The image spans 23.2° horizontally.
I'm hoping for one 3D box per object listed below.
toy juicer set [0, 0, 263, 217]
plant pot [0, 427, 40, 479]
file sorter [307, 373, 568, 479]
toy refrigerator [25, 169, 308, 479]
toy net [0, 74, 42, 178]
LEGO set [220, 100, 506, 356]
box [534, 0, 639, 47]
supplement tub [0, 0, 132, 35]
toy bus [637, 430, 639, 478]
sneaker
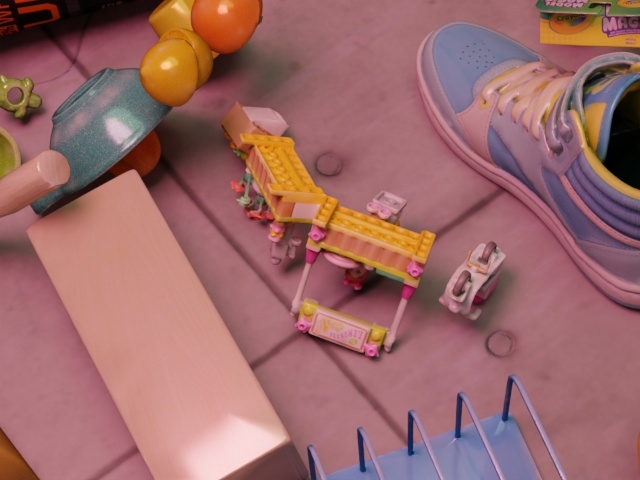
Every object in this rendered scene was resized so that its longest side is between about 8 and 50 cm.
[{"bbox_3d":[-0.156,-0.091,1.262,0.329,0.209,0.089,-47,107,-20],"label":"toy juicer set"},{"bbox_3d":[-0.268,0.168,1.170,0.081,0.083,0.081,-35,64,-17],"label":"plant pot"},{"bbox_3d":[0.084,0.184,1.130,0.170,0.104,0.118,-19,60,-7],"label":"file sorter"},{"bbox_3d":[-0.120,0.087,1.207,0.102,0.094,0.269,-30,62,-6],"label":"toy refrigerator"},{"bbox_3d":[-0.344,-0.129,1.291,0.045,0.232,0.122,20,82,61],"label":"toy net"},{"bbox_3d":[0.000,0.000,1.267,0.287,0.107,0.132,31,31,24],"label":"LEGO set"},{"bbox_3d":[0.240,-0.182,1.221,0.105,0.043,0.179,6,17,25],"label":"box"},{"bbox_3d":[-0.282,-0.286,1.365,0.338,0.207,0.207,-16,60,-6],"label":"supplement tub"},{"bbox_3d":[0.314,0.142,1.139,0.104,0.202,0.191,5,63,42],"label":"toy bus"},{"bbox_3d":[0.194,-0.110,1.235,0.127,0.208,0.319,-38,65,-15],"label":"sneaker"}]
